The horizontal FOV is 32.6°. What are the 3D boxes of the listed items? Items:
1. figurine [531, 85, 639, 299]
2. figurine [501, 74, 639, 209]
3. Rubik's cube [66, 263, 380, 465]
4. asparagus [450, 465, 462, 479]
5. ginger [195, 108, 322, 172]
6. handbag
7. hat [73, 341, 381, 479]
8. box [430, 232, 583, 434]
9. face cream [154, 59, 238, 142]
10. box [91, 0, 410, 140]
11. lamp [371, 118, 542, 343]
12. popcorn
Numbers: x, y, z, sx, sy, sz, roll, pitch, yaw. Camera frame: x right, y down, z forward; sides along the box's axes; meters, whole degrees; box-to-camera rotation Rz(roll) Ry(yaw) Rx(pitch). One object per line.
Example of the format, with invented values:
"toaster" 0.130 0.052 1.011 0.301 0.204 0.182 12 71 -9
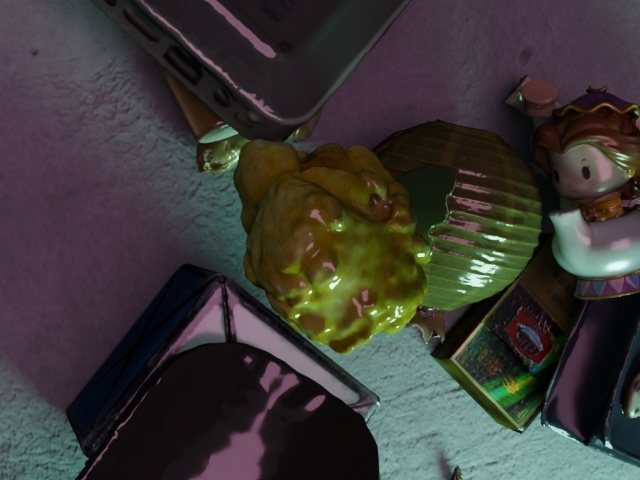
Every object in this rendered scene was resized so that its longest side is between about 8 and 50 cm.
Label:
"figurine" 0.353 -0.064 1.388 0.189 0.142 0.263 -15 97 -43
"figurine" 0.367 -0.117 1.523 0.276 0.133 0.200 45 65 -10
"Rubik's cube" -0.124 0.202 1.306 0.255 0.259 0.260 40 83 -13
"asparagus" 0.208 0.425 1.536 0.023 0.022 0.233 -8 98 27
"ginger" -0.082 -0.151 1.407 0.190 0.069 0.095 -30 103 -15
"handbag" 0.490 0.173 1.534 0.329 0.122 0.303 27 82 -35
"hat" -0.126 0.316 1.126 0.366 0.257 0.381 33 52 1
"box" 0.289 0.125 1.531 0.159 0.071 0.240 45 77 -17
"face cream" -0.152 -0.267 1.348 0.139 0.067 0.285 -24 81 -23
"box" -0.087 -0.360 1.310 0.396 0.111 0.396 41 59 -7
"lamp" 0.156 -0.009 1.401 0.250 0.250 0.284 7 95 -18
"popcorn" 0.000 0.000 1.221 0.266 0.192 0.233 51 39 0
